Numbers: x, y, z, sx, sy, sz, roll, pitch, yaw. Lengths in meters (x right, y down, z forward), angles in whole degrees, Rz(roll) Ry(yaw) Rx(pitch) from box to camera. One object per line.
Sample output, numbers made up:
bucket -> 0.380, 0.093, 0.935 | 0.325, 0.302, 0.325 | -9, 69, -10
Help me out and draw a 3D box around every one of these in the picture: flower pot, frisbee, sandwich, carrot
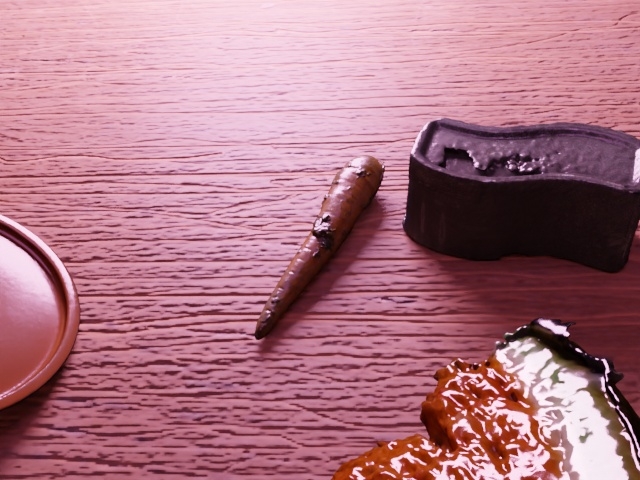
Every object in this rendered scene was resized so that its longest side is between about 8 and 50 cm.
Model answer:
flower pot -> 0.199, -0.049, 0.733 | 0.229, 0.108, 0.103 | 6, 47, 9
frisbee -> -0.345, 0.056, 0.666 | 0.251, 0.021, 0.250 | 18, 41, -17
sandwich -> 0.088, 0.204, 0.489 | 0.301, 0.162, 0.250 | -24, 17, 4
carrot -> 0.000, 0.000, 0.751 | 0.049, 0.049, 0.254 | 19, 57, 21
